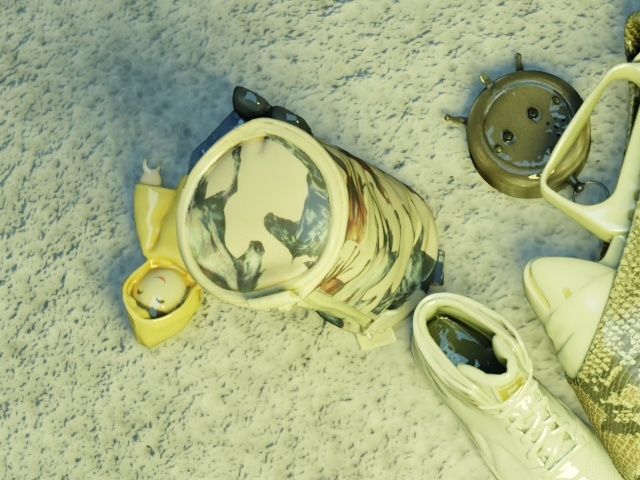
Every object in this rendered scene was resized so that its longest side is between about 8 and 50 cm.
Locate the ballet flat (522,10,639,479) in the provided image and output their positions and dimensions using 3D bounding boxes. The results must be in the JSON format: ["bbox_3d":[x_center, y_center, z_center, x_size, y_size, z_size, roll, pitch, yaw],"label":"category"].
[{"bbox_3d":[0.296,-0.010,1.721,0.182,0.164,0.483,17,75,-3],"label":"ballet flat"}]

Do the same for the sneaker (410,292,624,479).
[{"bbox_3d":[0.191,0.172,1.694,0.108,0.169,0.292,-44,76,-6],"label":"sneaker"}]

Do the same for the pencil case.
[{"bbox_3d":[0.000,0.000,1.638,0.160,0.410,0.184,-24,78,13],"label":"pencil case"}]

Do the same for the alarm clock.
[{"bbox_3d":[0.230,-0.099,1.810,0.129,0.064,0.192,-42,78,-3],"label":"alarm clock"}]

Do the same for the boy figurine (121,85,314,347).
[{"bbox_3d":[-0.127,-0.022,1.828,0.177,0.092,0.285,32,80,11],"label":"boy figurine"}]
